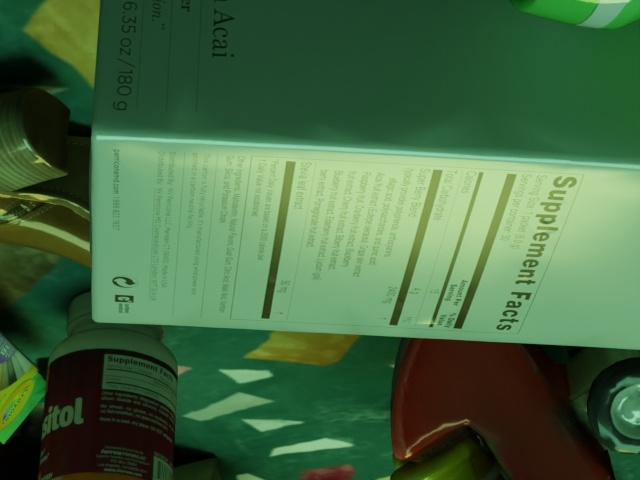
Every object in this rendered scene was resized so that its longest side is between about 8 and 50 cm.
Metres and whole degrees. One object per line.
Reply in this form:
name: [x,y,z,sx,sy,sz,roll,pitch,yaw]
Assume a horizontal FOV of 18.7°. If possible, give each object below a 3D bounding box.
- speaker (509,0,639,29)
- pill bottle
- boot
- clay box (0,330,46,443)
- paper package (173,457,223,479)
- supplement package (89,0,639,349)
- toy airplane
speaker: [0.224,-0.148,0.790,0.297,0.131,0.131,-2,151,-10]
pill bottle: [-0.135,0.112,1.249,0.086,0.152,0.086,0,151,0]
boot: [-0.180,-0.019,1.110,0.152,0.073,0.197,-11,143,25]
clay box: [-0.266,0.085,1.229,0.053,0.127,0.222,32,165,30]
paper package: [-0.240,0.320,1.500,0.309,0.168,0.325,-10,163,-41]
supplement package: [0.044,-0.068,0.901,0.293,0.177,0.175,3,150,-5]
toy airplane: [0.126,0.251,1.261,0.272,0.384,0.386,-14,151,5]
